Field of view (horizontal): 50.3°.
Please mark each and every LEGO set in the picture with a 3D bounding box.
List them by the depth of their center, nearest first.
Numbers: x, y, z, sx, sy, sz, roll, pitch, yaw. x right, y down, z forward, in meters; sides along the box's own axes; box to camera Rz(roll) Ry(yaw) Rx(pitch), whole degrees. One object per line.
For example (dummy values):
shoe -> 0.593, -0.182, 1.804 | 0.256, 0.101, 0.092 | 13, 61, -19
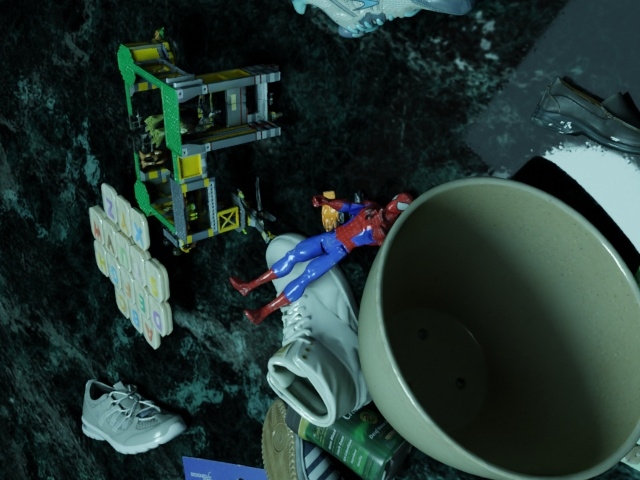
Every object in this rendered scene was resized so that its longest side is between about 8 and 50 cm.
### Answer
LEGO set -> -0.169, -0.158, 1.053 | 0.255, 0.192, 0.331 | 26, 127, 50

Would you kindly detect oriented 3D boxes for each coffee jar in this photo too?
coffee jar -> 0.040, 0.286, 1.033 | 0.184, 0.096, 0.079 | 26, 118, 26

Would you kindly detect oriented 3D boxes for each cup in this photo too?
cup -> 0.174, 0.125, 0.803 | 0.331, 0.331, 0.237 | 56, 151, 10

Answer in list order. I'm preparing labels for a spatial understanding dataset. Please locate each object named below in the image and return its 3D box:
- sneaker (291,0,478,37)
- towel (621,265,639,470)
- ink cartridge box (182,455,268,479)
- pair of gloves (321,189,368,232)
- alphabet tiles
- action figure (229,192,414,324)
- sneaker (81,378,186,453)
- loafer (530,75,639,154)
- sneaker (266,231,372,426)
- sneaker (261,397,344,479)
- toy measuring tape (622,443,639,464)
sneaker -> 0.076, -0.322, 0.884 | 0.283, 0.110, 0.122 | 27, 132, 29
towel -> 0.447, 0.146, 0.762 | 0.248, 0.038, 0.325 | 24, 113, 27
ink cartridge box -> -0.139, 0.565, 1.237 | 0.304, 0.072, 0.307 | -5, 100, 35
pair of gloves -> 0.037, -0.039, 1.013 | 0.083, 0.010, 0.074 | 3, 102, 33
alphabet tiles -> -0.344, 0.049, 1.223 | 0.284, 0.021, 0.278 | 34, 133, 41
action figure -> 0.000, 0.000, 0.923 | 0.280, 0.139, 0.091 | -31, 61, 2
sneaker -> -0.378, 0.334, 1.320 | 0.281, 0.105, 0.115 | -2, 100, 35
loafer -> 0.325, -0.137, 0.767 | 0.170, 0.062, 0.061 | 24, 108, 26
sneaker -> -0.025, 0.124, 0.997 | 0.108, 0.169, 0.292 | -40, 76, 35
sneaker -> 0.008, 0.383, 1.090 | 0.099, 0.153, 0.282 | -56, 39, 32
toy measuring tape -> 0.402, 0.355, 0.740 | 0.330, 0.121, 0.121 | 43, 124, -10
